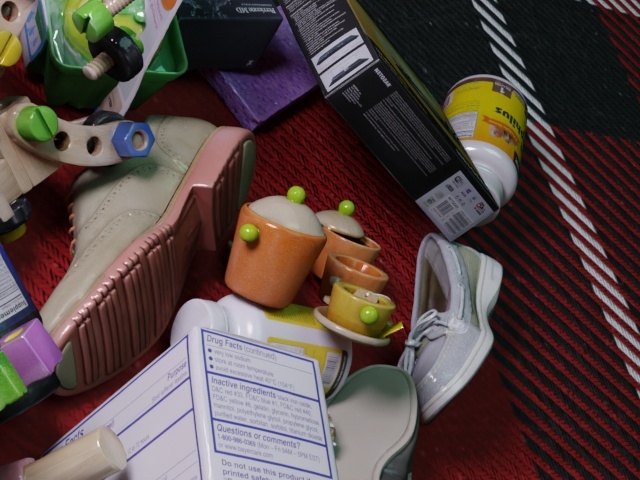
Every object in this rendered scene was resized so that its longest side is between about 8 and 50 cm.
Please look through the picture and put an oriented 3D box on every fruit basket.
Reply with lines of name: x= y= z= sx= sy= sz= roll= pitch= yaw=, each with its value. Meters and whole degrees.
fruit basket: x=-0.221 y=-0.315 z=1.828 sx=0.165 sy=0.353 sz=0.327 roll=-2 pitch=59 yaw=-21

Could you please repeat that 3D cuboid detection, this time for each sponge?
sponge: x=-0.067 y=-0.220 z=2.160 sx=0.117 sy=0.031 sz=0.210 roll=50 pitch=38 yaw=1

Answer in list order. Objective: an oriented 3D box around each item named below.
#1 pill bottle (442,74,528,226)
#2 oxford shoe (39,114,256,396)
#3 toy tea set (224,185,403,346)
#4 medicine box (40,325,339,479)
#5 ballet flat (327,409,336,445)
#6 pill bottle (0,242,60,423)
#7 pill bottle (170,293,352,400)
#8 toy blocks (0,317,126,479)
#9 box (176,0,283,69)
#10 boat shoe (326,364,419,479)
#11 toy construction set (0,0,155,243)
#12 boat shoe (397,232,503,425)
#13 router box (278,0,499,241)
pill bottle: x=0.209 y=-0.117 z=2.279 sx=0.117 sy=0.117 sz=0.215 roll=36 pitch=40 yaw=-18
oxford shoe: x=-0.211 y=0.008 z=1.778 sx=0.146 sy=0.140 sz=0.397 roll=19 pitch=42 yaw=16
toy tea set: x=0.000 y=0.000 z=1.883 sx=0.200 sy=0.124 sz=0.336 roll=21 pitch=11 yaw=-6
medicine box: x=-0.114 y=0.268 z=1.510 sx=0.149 sy=0.263 sz=0.289 roll=19 pitch=48 yaw=-35
ballet flat: x=-0.081 y=0.189 z=1.734 sx=0.241 sy=0.091 sz=0.077 roll=-3 pitch=26 yaw=-38
pill bottle: x=-0.331 y=0.060 z=1.569 sx=0.123 sy=0.123 sz=0.219 roll=-37 pitch=101 yaw=-53
pill bottle: x=-0.064 y=0.113 z=1.824 sx=0.184 sy=0.103 sz=0.103 roll=14 pitch=50 yaw=-38
toy blocks: x=-0.365 y=0.161 z=1.375 sx=0.309 sy=0.260 sz=0.288 roll=59 pitch=18 yaw=-8
box: x=-0.155 y=-0.289 z=2.051 sx=0.156 sy=0.093 sz=0.158 roll=-6 pitch=55 yaw=-40
boat shoe: x=0.037 y=0.270 z=1.819 sx=0.112 sy=0.095 sz=0.335 roll=6 pitch=39 yaw=8
toy construction set: x=-0.345 y=-0.141 z=1.692 sx=0.309 sy=0.257 sz=0.237 roll=28 pitch=58 yaw=29
boat shoe: x=0.141 y=0.100 z=2.038 sx=0.103 sy=0.118 sz=0.320 roll=34 pitch=35 yaw=-7
router box: x=0.079 y=-0.174 z=2.090 sx=0.309 sy=0.081 sz=0.243 roll=46 pitch=13 yaw=-43
